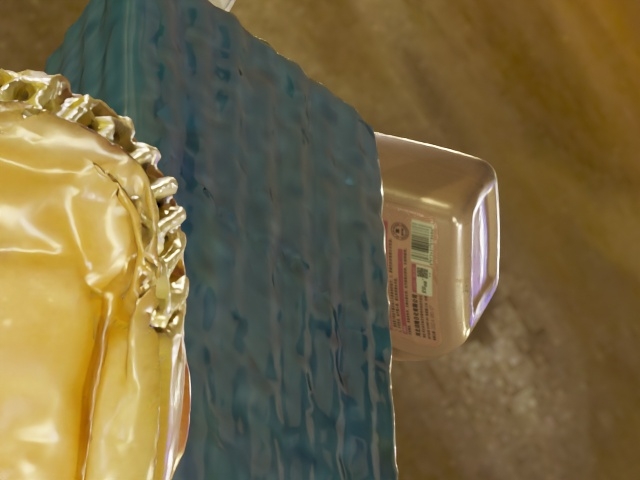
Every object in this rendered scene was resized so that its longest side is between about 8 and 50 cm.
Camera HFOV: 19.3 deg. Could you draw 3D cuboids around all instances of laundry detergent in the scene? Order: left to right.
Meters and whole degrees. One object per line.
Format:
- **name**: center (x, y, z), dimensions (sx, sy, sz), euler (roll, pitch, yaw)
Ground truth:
- **laundry detergent**: center (0.000, 0.000, 1.260), dimensions (0.076, 0.237, 0.171), euler (-55, 149, -45)

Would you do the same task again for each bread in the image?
- **bread**: center (-0.106, 0.044, 0.570), dimensions (0.114, 0.132, 0.190), euler (-85, -177, -80)

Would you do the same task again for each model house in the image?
- **model house**: center (-0.158, 0.062, 0.858), dimensions (0.343, 0.382, 0.335), euler (84, 3, -56)

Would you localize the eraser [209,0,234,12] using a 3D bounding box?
- **eraser**: center (-0.122, -0.230, 1.009), dimensions (0.230, 0.157, 0.038), euler (28, 15, 0)
